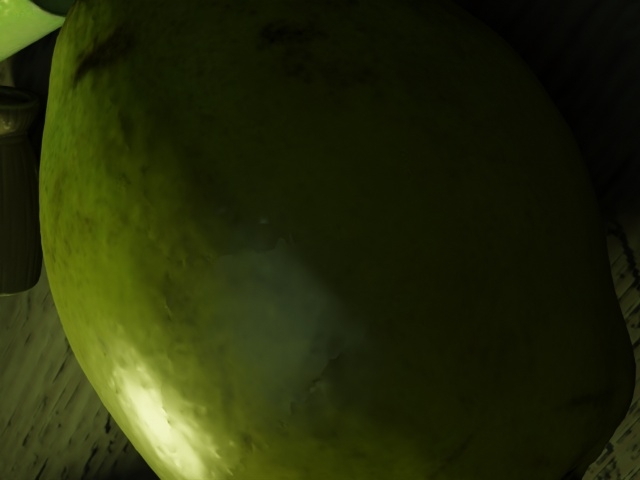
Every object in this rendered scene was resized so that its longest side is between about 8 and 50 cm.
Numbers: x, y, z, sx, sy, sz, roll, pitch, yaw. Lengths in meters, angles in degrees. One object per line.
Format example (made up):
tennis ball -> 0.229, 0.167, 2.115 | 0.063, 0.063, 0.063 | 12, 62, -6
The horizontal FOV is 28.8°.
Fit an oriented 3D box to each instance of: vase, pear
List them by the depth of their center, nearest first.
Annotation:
pear -> 0.000, 0.000, 0.478 | 0.269, 0.212, 0.212 | 50, 123, 11
vase -> -0.168, -0.027, 0.639 | 0.053, 0.053, 0.101 | 15, 111, 21

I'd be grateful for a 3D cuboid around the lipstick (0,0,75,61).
lipstick -> -0.246, -0.087, 0.640 | 0.304, 0.076, 0.076 | -20, 100, 31
